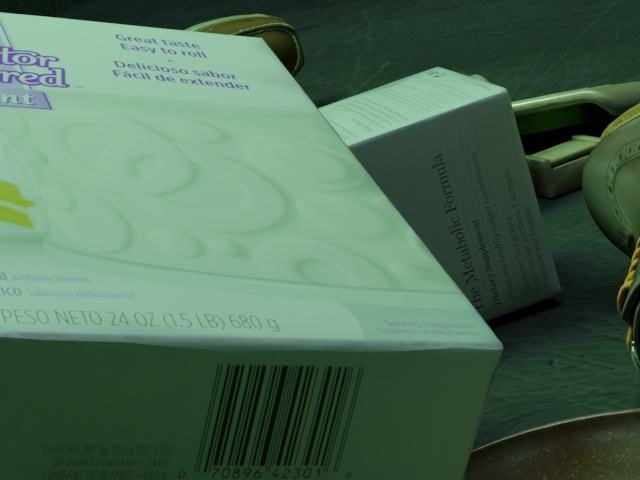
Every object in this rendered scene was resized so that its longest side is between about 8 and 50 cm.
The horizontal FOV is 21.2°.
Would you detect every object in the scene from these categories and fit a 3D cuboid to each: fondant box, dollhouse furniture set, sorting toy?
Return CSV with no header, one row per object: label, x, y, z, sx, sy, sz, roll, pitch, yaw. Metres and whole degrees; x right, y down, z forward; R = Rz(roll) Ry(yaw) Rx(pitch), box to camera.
fondant box,-0.097,-0.001,0.773,0.238,0.096,0.330,3,26,-23
dollhouse furniture set,0.094,-0.076,1.300,0.182,0.101,0.161,-21,16,-19
sorting toy,0.160,-0.100,1.396,0.208,0.038,0.193,-4,5,23

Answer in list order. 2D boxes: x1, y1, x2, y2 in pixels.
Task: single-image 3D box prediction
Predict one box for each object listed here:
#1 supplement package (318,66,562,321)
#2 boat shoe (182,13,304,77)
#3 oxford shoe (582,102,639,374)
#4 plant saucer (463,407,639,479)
supplement package,0.000,0.000,1.054,0.244,0.139,0.134,-20,15,-10
boat shoe,-0.151,-0.126,1.735,0.324,0.122,0.120,-30,24,-19
oxford shoe,0.197,0.004,0.873,0.133,0.130,0.363,-26,15,-8
plant saucer,0.108,0.126,0.691,0.198,0.036,0.198,-14,15,4
